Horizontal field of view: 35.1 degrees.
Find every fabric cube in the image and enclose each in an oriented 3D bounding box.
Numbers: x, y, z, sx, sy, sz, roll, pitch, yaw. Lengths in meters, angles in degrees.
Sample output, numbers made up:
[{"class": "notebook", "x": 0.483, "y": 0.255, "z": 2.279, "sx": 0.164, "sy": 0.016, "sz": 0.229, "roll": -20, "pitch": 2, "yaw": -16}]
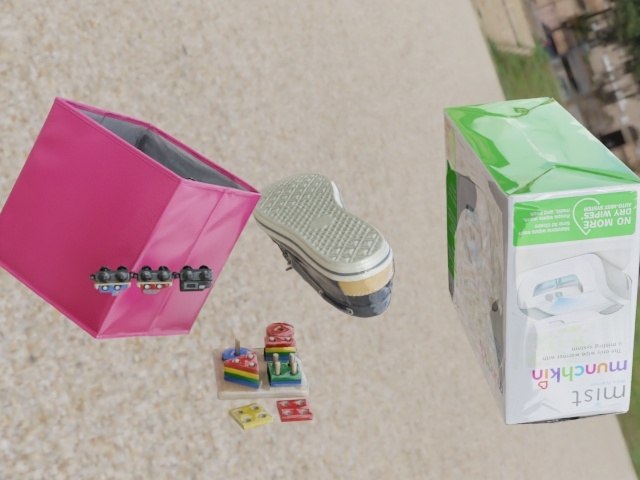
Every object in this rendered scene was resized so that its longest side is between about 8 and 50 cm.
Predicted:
[{"class": "fabric cube", "x": -0.290, "y": -0.028, "z": 1.516, "sx": 0.254, "sy": 0.258, "sz": 0.259, "roll": 31, "pitch": 10, "yaw": 21}]

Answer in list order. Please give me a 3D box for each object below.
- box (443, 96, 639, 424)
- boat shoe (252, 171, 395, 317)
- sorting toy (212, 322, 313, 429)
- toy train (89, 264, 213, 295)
[{"class": "box", "x": 0.208, "y": 0.009, "z": 0.989, "sx": 0.262, "sy": 0.126, "sz": 0.231, "roll": -103, "pitch": -172, "yaw": -65}, {"class": "boat shoe", "x": 0.000, "y": 0.000, "z": 1.985, "sx": 0.500, "sy": 0.187, "sz": 0.156, "roll": 44, "pitch": -26, "yaw": 56}, {"class": "sorting toy", "x": -0.089, "y": 0.185, "z": 1.491, "sx": 0.274, "sy": 0.132, "sz": 0.046, "roll": -111, "pitch": -157, "yaw": -66}, {"class": "toy train", "x": -0.218, "y": 0.052, "z": 1.310, "sx": 0.027, "sy": 0.158, "sz": 0.036, "roll": -112, "pitch": -156, "yaw": -65}]
